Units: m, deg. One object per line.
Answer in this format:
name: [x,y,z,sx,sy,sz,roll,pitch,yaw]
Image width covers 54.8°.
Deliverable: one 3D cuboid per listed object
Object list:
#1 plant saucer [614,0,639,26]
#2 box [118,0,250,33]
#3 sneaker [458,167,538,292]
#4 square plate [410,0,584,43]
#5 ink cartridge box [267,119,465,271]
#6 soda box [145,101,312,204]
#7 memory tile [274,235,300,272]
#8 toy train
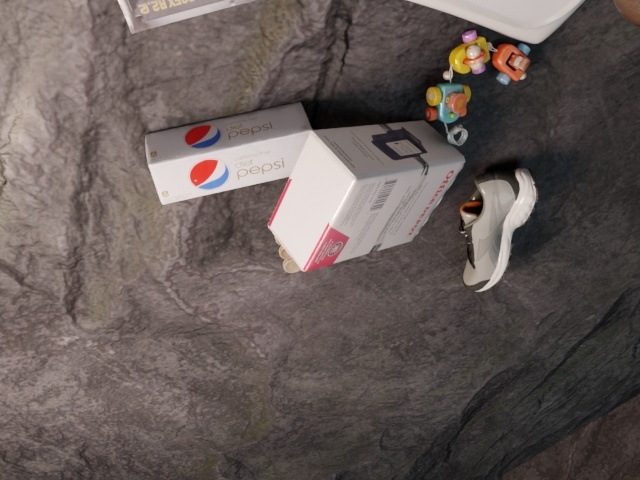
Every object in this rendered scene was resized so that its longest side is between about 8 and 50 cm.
plant saucer: [0.528,-0.403,0.788,0.310,0.050,0.311,-11,139,-10]
box: [-0.112,-0.328,0.613,0.231,0.056,0.183,-17,140,-3]
sneaker: [0.287,-0.017,1.087,0.108,0.100,0.271,3,132,-4]
square plate: [0.234,-0.358,0.652,0.344,0.049,0.347,7,149,-28]
ink cartridge box: [0.068,-0.068,0.873,0.237,0.100,0.172,-14,145,-42]
soda box: [-0.119,-0.118,0.828,0.216,0.069,0.074,-14,139,-8]
memory tile: [0.000,0.000,1.045,0.148,0.012,0.113,-16,139,-3]
toy train: [0.220,-0.212,0.842,0.125,0.046,0.166,32,98,-31]
